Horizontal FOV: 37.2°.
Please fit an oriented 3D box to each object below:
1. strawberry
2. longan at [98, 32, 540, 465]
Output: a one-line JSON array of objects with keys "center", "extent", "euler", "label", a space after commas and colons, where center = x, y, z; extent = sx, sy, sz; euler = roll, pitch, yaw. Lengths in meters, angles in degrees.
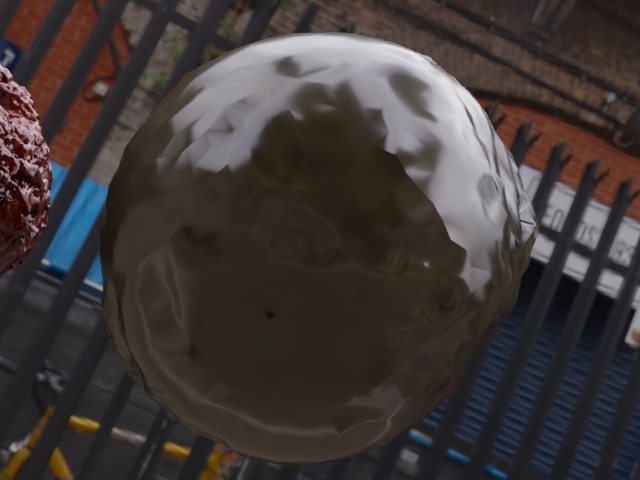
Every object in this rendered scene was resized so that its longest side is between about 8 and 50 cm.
[{"center": [-0.410, -0.102, 1.050], "extent": [0.274, 0.220, 0.274], "euler": [34, -10, 7], "label": "strawberry"}, {"center": [-0.009, 0.004, 0.910], "extent": [0.404, 0.404, 0.436], "euler": [22, 21, 12], "label": "longan"}]
